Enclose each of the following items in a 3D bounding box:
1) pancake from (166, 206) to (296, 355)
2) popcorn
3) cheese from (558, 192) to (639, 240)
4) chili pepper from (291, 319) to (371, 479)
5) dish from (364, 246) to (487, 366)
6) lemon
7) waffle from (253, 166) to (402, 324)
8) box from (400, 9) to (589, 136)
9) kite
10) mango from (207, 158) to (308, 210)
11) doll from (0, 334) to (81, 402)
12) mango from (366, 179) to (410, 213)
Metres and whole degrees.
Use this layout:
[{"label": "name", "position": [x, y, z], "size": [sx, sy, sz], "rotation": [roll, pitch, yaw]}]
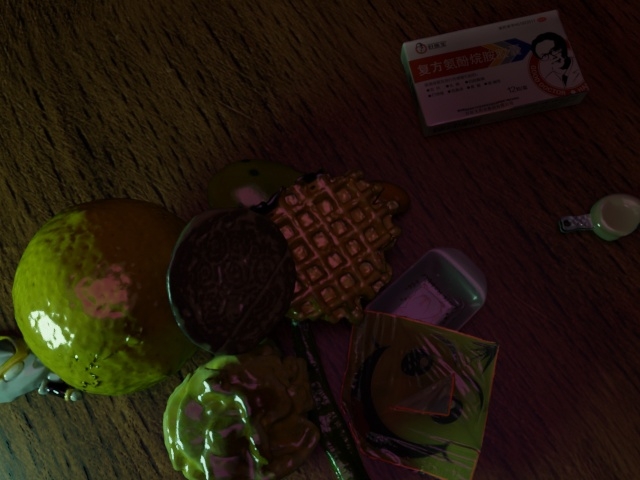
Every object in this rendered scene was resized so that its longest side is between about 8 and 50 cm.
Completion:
[{"label": "pancake", "position": [-0.145, 0.061, 1.021], "size": [0.250, 0.031, 0.250], "rotation": [-1, 91, -37]}, {"label": "popcorn", "position": [-0.130, 0.307, 1.073], "size": [0.292, 0.237, 0.293], "rotation": [-1, 74, 5]}, {"label": "cheese", "position": [0.572, -0.037, 1.233], "size": [0.171, 0.047, 0.092], "rotation": [-25, 71, -5]}, {"label": "chili pepper", "position": [0.001, 0.292, 1.147], "size": [0.076, 0.085, 0.359], "rotation": [-29, 74, 23]}, {"label": "dish", "position": [0.214, 0.121, 1.197], "size": [0.234, 0.064, 0.154], "rotation": [-41, 75, -8]}, {"label": "lemon", "position": [-0.362, 0.086, 1.101], "size": [0.350, 0.350, 0.387], "rotation": [-40, 66, -8]}, {"label": "waffle", "position": [0.001, 0.000, 1.145], "size": [0.307, 0.060, 0.312], "rotation": [24, 78, -6]}, {"label": "box", "position": [0.373, -0.365, 1.339], "size": [0.353, 0.069, 0.214], "rotation": [-12, 73, -2]}, {"label": "kite", "position": [0.184, 0.270, 1.124], "size": [0.327, 0.013, 0.378], "rotation": [-33, 77, 16]}, {"label": "mango", "position": [-0.085, -0.070, 1.237], "size": [0.293, 0.143, 0.175], "rotation": [18, 64, -1]}, {"label": "doll", "position": [-0.563, 0.253, 1.189], "size": [0.316, 0.103, 0.146], "rotation": [3, 69, -1]}, {"label": "mango", "position": [0.130, -0.087, 1.271], "size": [0.114, 0.057, 0.079], "rotation": [9, 66, 3]}]
